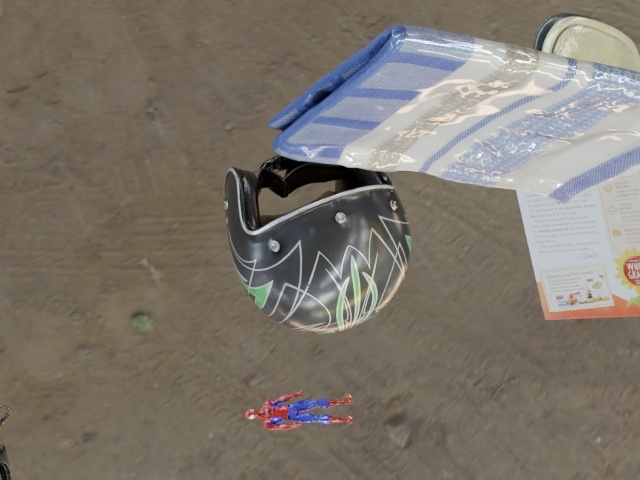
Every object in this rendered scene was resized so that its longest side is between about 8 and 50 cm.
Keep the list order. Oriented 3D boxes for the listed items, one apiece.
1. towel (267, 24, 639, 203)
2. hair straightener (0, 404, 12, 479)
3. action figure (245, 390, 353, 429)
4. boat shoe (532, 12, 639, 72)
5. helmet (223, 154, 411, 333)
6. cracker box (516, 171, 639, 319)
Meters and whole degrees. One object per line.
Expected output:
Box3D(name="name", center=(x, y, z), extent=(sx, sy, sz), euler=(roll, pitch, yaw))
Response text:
Box3D(name="towel", center=(0.128, -0.083, 0.927), extent=(0.209, 0.285, 0.034), euler=(-29, 57, 59))
Box3D(name="hair straightener", center=(-0.306, 0.277, 1.260), extent=(0.047, 0.089, 0.231), euler=(-6, 80, -7))
Box3D(name="action figure", center=(-0.024, 0.182, 1.358), extent=(0.115, 0.030, 0.038), euler=(-6, 72, 13))
Box3D(name="boat shoe", center=(0.250, -0.142, 1.144), extent=(0.079, 0.233, 0.084), euler=(36, 100, 42))
Box3D(name="helmet", center=(0.000, 0.000, 1.097), extent=(0.169, 0.169, 0.162), euler=(-49, 47, 20))
Box3D(name="cracker box", center=(0.294, -0.037, 1.342), extent=(0.155, 0.067, 0.232), euler=(-5, 105, 39))
